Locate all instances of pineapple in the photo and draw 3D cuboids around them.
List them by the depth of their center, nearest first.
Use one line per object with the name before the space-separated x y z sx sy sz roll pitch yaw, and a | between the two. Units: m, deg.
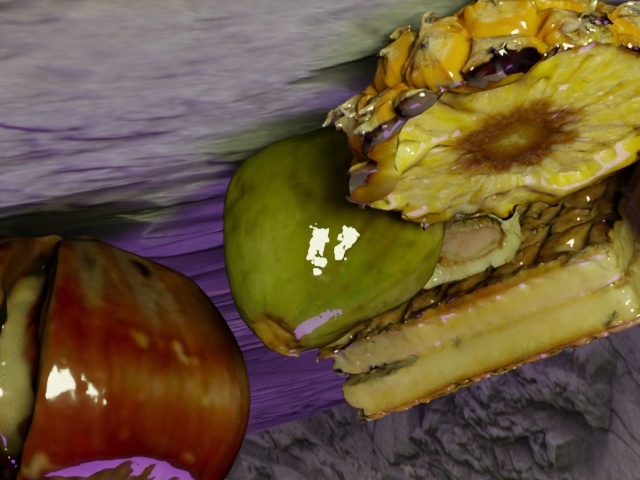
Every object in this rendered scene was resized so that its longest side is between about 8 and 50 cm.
pineapple | 0.104 -0.081 0.857 0.224 0.076 0.225 -15 156 -7

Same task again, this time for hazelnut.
hazelnut | -0.174 0.101 1.049 0.251 0.217 0.217 7 166 -7

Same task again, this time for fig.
fig | 0.000 0.000 0.985 0.166 0.154 0.144 -49 148 -38

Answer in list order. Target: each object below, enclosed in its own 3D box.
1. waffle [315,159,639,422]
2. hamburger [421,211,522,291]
waffle | 0.165 0.043 1.362 0.308 0.091 0.213 -24 -164 31
hamburger | 0.076 -0.006 1.252 0.176 0.087 0.102 -21 -167 -40
